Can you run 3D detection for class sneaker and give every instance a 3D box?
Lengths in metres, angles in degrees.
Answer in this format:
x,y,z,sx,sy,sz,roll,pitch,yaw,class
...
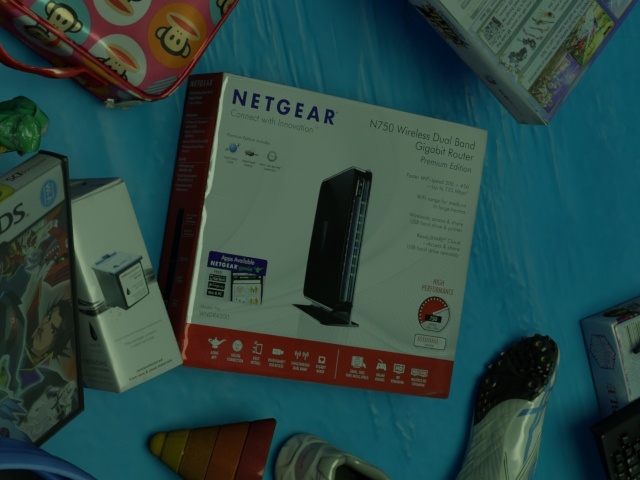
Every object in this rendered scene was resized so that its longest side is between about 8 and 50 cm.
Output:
x,y,z,sx,sy,sz,roll,pitch,yaw,class
0.217,0.220,2.073,0.086,0.085,0.237,38,70,-53,sneaker
0.060,0.294,1.956,0.232,0.115,0.090,34,76,-27,sneaker

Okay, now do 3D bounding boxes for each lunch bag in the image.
x,y,z,sx,sy,sz,roll,pitch,yaw,class
-0.227,-0.269,1.757,0.293,0.120,0.258,39,74,-27,lunch bag

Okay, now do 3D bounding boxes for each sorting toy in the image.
x,y,z,sx,sy,sz,roll,pitch,yaw,class
-0.151,0.343,1.865,0.126,0.127,0.365,17,86,0,sorting toy

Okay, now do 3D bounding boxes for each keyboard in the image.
x,y,z,sx,sy,sz,roll,pitch,yaw,class
0.448,0.175,2.149,0.317,0.033,0.201,-25,104,-26,keyboard

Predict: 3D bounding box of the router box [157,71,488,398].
x,y,z,sx,sy,sz,roll,pitch,yaw,class
0.000,0.000,1.925,0.335,0.082,0.301,9,88,-30,router box

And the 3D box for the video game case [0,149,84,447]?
x,y,z,sx,sy,sz,roll,pitch,yaw,class
-0.297,0.091,1.599,0.248,0.035,0.275,-41,138,-51,video game case

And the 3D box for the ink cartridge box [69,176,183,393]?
x,y,z,sx,sy,sz,roll,pitch,yaw,class
-0.224,0.042,1.761,0.082,0.139,0.190,-27,105,-33,ink cartridge box

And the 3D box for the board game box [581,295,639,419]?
x,y,z,sx,sy,sz,roll,pitch,yaw,class
0.490,0.198,2.230,0.319,0.066,0.318,-19,102,-28,board game box

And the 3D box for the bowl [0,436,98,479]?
x,y,z,sx,sy,sz,roll,pitch,yaw,class
-0.335,0.336,1.537,0.391,0.077,0.391,-24,131,-30,bowl

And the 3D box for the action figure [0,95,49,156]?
x,y,z,sx,sy,sz,roll,pitch,yaw,class
-0.307,-0.098,1.655,0.137,0.232,0.063,-17,101,-28,action figure

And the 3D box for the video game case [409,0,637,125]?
x,y,z,sx,sy,sz,roll,pitch,yaw,class
0.224,-0.301,1.917,0.244,0.061,0.269,45,73,-24,video game case
